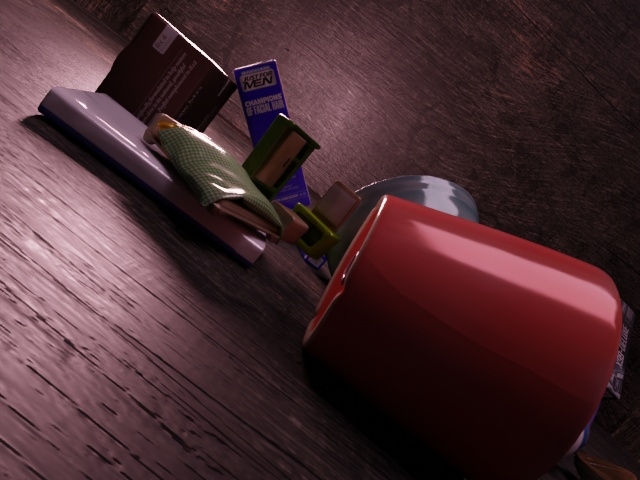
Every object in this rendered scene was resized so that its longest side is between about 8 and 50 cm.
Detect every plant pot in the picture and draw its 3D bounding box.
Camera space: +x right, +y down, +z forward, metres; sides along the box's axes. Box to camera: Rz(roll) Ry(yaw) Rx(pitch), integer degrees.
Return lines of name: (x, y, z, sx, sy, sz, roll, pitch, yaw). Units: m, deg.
plant pot: (0.130, 0.089, 0.567, 0.243, 0.275, 0.275, 29, 7, 0)
plant pot: (0.155, 0.059, 0.894, 0.293, 0.293, 0.196, 34, 36, -38)

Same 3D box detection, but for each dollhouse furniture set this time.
dollhouse furniture set: (-0.077, -0.110, 0.756, 0.197, 0.151, 0.301, 44, 8, 30)

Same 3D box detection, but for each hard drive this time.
hard drive: (-0.215, -0.095, 0.739, 0.318, 0.040, 0.210, 38, 7, -12)

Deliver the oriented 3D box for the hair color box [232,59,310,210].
hair color box: (-0.114, -0.247, 1.244, 0.185, 0.110, 0.339, -111, -174, -76)

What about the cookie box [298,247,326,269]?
cookie box: (0.000, 0.000, 1.061, 0.040, 0.092, 0.107, 40, 5, -21)

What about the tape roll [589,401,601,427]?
tape roll: (0.530, 0.360, 1.173, 0.189, 0.080, 0.189, 31, -37, 27)

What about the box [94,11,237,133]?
box: (-0.293, -0.303, 1.041, 0.143, 0.191, 0.381, 39, 7, -7)

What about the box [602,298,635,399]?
box: (0.615, 0.284, 1.301, 0.076, 0.242, 0.307, 40, -31, -13)

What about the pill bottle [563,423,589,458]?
pill bottle: (0.447, 0.358, 0.992, 0.124, 0.124, 0.221, 44, 7, 35)

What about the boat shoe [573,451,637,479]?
boat shoe: (0.544, 0.481, 0.952, 0.104, 0.089, 0.285, 14, 0, 10)
